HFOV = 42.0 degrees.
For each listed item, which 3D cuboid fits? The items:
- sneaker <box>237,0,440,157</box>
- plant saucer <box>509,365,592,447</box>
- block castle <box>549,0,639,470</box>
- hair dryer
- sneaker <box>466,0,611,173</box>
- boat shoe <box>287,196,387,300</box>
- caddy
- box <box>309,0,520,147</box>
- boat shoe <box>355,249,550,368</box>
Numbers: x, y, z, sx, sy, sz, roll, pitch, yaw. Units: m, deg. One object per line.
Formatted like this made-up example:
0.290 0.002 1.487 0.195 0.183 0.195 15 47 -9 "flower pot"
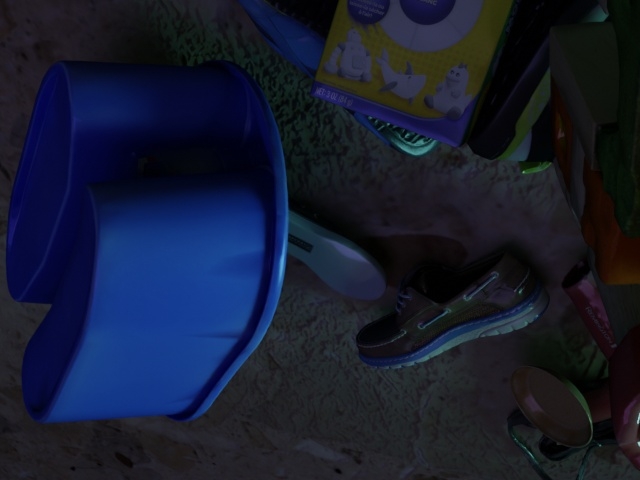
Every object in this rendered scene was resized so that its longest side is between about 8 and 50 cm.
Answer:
0.011 -0.142 0.597 0.209 0.069 0.082 42 172 -24 "sneaker"
0.196 0.136 0.701 0.083 0.015 0.083 40 150 29 "plant saucer"
0.265 -0.088 0.335 0.303 0.213 0.453 -6 127 7 "block castle"
0.248 0.137 0.691 0.223 0.080 0.294 4 128 28 "hair dryer"
0.176 -0.132 0.516 0.097 0.084 0.235 14 139 -19 "sneaker"
0.000 0.000 0.733 0.142 0.040 0.049 32 127 -1 "boat shoe"
-0.137 0.009 0.678 0.179 0.241 0.341 -2 147 -31 "caddy"
0.071 -0.158 0.511 0.105 0.043 0.179 21 104 10 "box"
0.100 0.054 0.716 0.183 0.066 0.066 -25 109 30 "boat shoe"
